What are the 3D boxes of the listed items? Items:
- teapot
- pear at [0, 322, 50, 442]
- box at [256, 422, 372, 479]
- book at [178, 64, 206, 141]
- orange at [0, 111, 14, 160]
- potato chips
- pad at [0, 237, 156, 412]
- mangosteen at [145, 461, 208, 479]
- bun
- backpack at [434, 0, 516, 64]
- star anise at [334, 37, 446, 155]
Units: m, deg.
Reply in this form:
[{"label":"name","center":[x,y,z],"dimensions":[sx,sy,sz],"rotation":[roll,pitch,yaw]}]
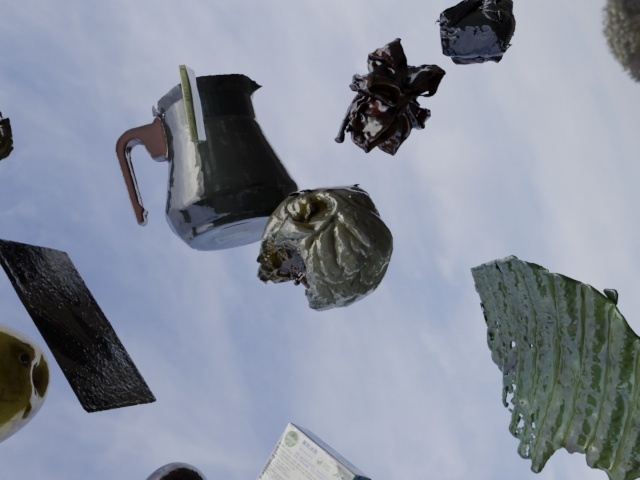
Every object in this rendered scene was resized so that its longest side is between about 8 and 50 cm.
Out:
[{"label":"teapot","center":[-0.257,-0.171,1.600],"dimensions":[0.305,0.376,0.361],"rotation":[67,-174,-78]},{"label":"pear","center":[-0.709,0.297,1.469],"dimensions":[0.281,0.281,0.280],"rotation":[37,-138,-43]},{"label":"box","center":[-0.016,0.472,1.401],"dimensions":[0.073,0.194,0.139],"rotation":[36,-96,-48]},{"label":"book","center":[-0.188,-0.201,1.055],"dimensions":[0.077,0.014,0.111],"rotation":[-92,-6,-83]},{"label":"orange","center":[-0.435,-0.130,0.810],"dimensions":[0.170,0.112,0.160],"rotation":[29,-133,-61]},{"label":"potato chips","center":[0.380,0.202,1.196],"dimensions":[0.097,0.373,0.389],"rotation":[-18,-88,-26]},{"label":"pad","center":[-0.398,0.133,1.154],"dimensions":[0.330,0.004,0.220],"rotation":[54,-173,14]},{"label":"mangosteen","center":[-0.352,0.670,1.758],"dimensions":[0.216,0.216,0.216],"rotation":[37,-138,-43]},{"label":"bun","center":[0.013,-0.007,1.413],"dimensions":[0.281,0.282,0.204],"rotation":[-74,-20,-47]},{"label":"backpack","center":[0.272,-0.359,1.203],"dimensions":[0.165,0.120,0.105],"rotation":[-47,-43,-50]},{"label":"star anise","center":[0.116,-0.253,1.238],"dimensions":[0.220,0.190,0.126],"rotation":[2,-150,-50]}]
